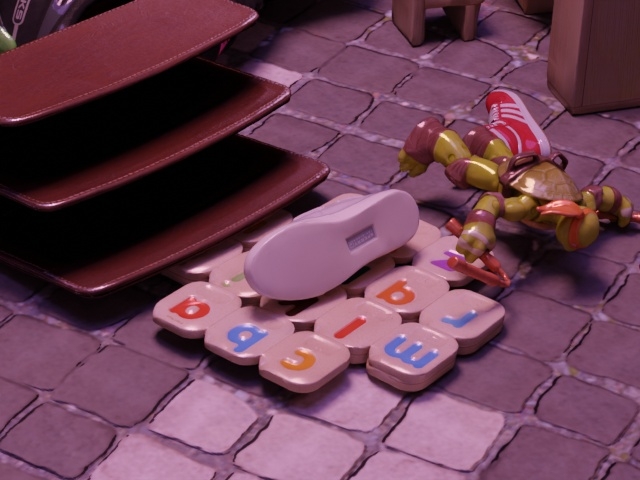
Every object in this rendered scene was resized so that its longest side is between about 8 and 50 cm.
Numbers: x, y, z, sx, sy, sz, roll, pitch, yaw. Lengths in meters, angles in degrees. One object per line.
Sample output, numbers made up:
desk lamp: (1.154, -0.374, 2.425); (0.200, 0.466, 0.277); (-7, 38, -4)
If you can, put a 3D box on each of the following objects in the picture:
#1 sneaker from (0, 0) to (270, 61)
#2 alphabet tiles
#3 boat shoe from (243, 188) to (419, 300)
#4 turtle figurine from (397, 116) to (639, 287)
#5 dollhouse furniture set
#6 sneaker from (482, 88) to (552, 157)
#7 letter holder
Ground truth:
sneaker: (-0.135, -0.248, 1.957); (0.482, 0.185, 0.202); (-22, 60, -30)
alphabet tiles: (0.007, 0.042, 1.613); (0.284, 0.021, 0.278); (24, 36, 30)
boat shoe: (0.000, 0.000, 1.608); (0.184, 0.066, 0.063); (-31, 17, -34)
turtle figurine: (0.169, -0.043, 1.673); (0.269, 0.087, 0.217); (-12, 32, -36)
dollhouse furniture set: (0.267, -0.345, 2.010); (0.362, 0.257, 0.394); (-8, 34, -16)
sneaker: (0.170, -0.108, 1.835); (0.067, 0.042, 0.118); (-7, 36, -20)
letter holder: (-0.158, -0.092, 1.672); (0.214, 0.152, 0.302); (22, 38, 38)
